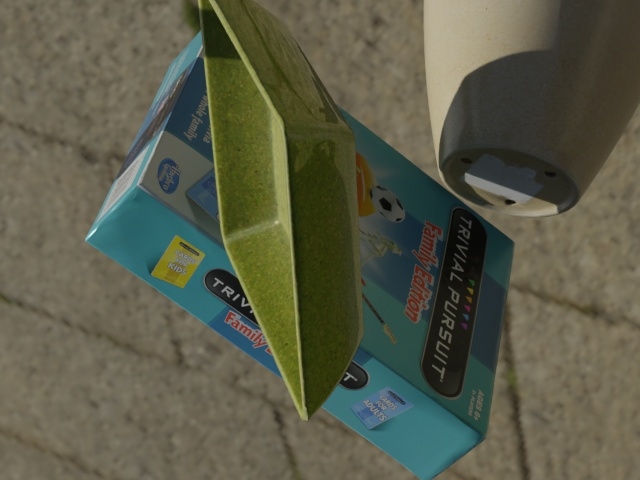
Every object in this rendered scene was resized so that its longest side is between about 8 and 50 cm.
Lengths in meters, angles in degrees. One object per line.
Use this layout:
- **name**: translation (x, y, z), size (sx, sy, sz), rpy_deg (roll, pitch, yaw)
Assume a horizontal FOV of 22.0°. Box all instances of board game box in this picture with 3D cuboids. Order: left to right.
- **board game box**: translation (0.000, 0.000, 1.335), size (0.336, 0.254, 0.079), rpy_deg (36, 126, -15)

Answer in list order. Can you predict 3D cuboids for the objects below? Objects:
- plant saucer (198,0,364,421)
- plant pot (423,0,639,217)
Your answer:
- **plant saucer**: translation (-0.019, -0.030, 0.907), size (0.188, 0.045, 0.188), rpy_deg (-118, 21, -53)
- **plant pot**: translation (0.196, -0.169, 1.497), size (0.256, 0.274, 0.256), rpy_deg (13, 156, 6)
